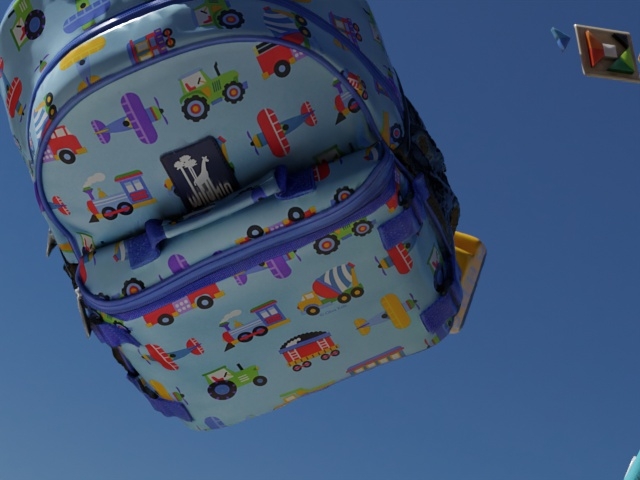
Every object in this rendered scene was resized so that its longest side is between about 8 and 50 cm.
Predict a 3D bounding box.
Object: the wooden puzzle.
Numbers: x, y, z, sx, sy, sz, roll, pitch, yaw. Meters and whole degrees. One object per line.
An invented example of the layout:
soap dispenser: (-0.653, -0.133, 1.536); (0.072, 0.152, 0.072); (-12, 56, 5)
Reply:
wooden puzzle: (0.306, -0.199, 1.531); (0.116, 0.078, 0.014); (-1, -32, -22)

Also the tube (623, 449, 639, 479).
tube: (0.264, 0.212, 1.147); (0.080, 0.052, 0.207); (31, -53, 12)

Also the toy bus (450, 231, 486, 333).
toy bus: (0.000, 0.000, 1.537); (0.332, 0.108, 0.130); (16, -9, 23)

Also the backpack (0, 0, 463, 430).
backpack: (-0.037, -0.031, 0.550); (0.158, 0.117, 0.173); (-19, -46, 6)

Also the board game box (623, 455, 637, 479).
board game box: (0.249, 0.472, 1.469); (0.050, 0.390, 0.390); (21, -36, 16)
